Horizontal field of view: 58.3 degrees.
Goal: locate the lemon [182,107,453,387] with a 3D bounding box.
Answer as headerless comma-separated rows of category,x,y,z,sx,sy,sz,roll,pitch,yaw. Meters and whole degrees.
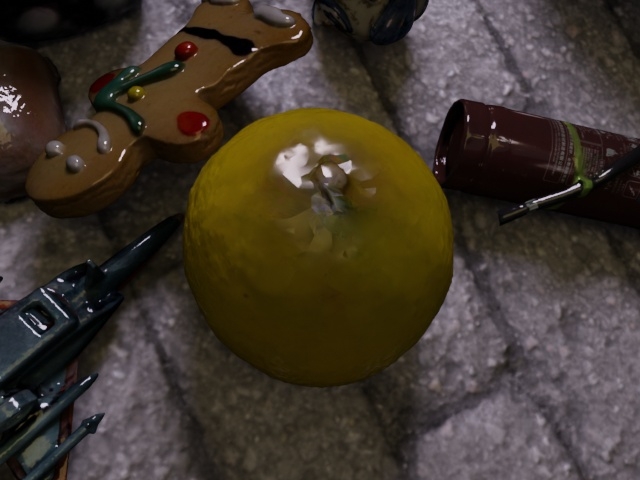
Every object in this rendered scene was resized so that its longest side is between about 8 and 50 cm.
lemon,0.000,0.000,0.490,0.241,0.219,0.240,2,73,-5

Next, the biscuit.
biscuit,-0.148,-0.137,0.536,0.301,0.049,0.197,-46,47,-16

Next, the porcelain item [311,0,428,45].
porcelain item,0.037,-0.352,0.595,0.138,0.186,0.288,-11,78,-9

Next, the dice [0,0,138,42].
dice,-0.276,-0.314,0.541,0.182,0.183,0.181,-23,83,-12

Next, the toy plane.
toy plane,-0.242,0.078,0.494,0.223,0.104,0.326,44,75,4

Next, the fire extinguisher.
fire extinguisher,0.297,-0.057,0.603,0.341,0.105,0.141,12,71,-5

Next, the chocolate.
chocolate,-0.376,-0.105,0.528,0.261,0.083,0.161,-15,78,-11
